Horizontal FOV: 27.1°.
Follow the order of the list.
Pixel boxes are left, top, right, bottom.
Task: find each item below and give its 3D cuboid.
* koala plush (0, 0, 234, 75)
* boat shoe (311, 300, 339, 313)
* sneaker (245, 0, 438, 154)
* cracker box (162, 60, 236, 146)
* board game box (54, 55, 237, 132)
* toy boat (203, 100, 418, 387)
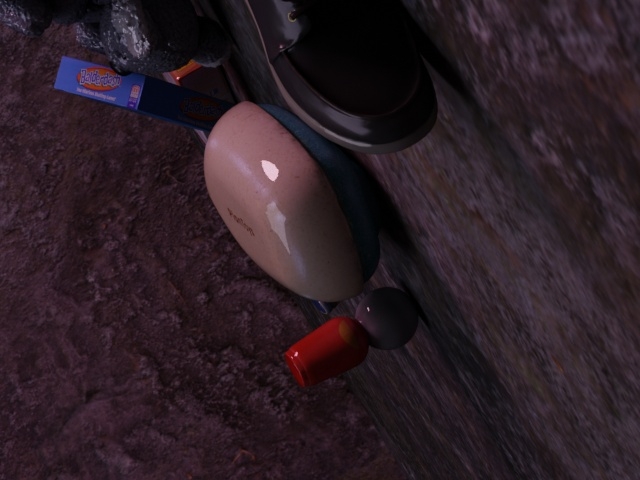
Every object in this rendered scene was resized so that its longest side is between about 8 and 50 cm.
[{"bbox_3d":[-0.219,-0.274,1.535,0.221,0.203,0.196,43,-161,29],"label":"koala plush"},{"bbox_3d":[-0.012,0.008,1.715,0.183,0.066,0.066,62,174,24],"label":"boat shoe"},{"bbox_3d":[-0.010,-0.154,0.776,0.222,0.083,0.118,57,174,29],"label":"sneaker"},{"bbox_3d":[-0.183,-0.231,1.933,0.156,0.067,0.232,55,174,31],"label":"cracker box"},{"bbox_3d":[-0.208,-0.180,1.699,0.160,0.047,0.210,17,-178,37],"label":"board game box"},{"bbox_3d":[0.000,0.000,1.330,0.267,0.148,0.318,42,156,54],"label":"toy boat"}]
